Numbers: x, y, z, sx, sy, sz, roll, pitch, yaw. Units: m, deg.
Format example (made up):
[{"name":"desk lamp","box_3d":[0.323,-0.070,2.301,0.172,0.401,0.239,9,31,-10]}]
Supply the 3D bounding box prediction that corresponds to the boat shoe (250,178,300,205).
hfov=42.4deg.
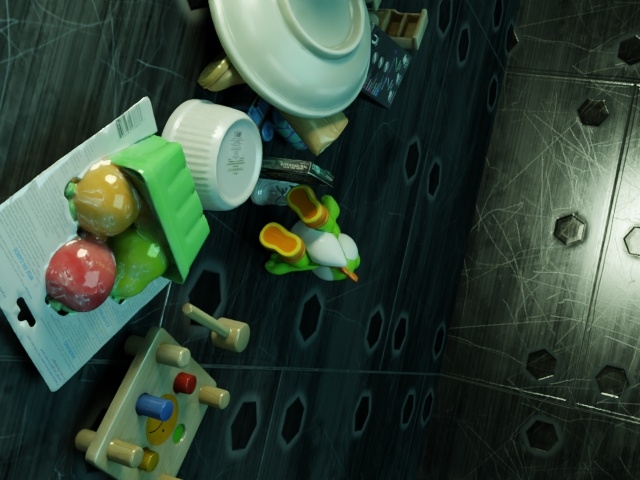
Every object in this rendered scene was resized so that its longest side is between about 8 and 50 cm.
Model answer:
[{"name":"boat shoe","box_3d":[-0.089,-0.104,1.815,0.184,0.063,0.066,6,95,-66]}]

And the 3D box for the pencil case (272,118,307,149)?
[{"name":"pencil case","box_3d":[-0.067,-0.255,1.798,0.070,0.064,0.151,-59,154,-5]}]

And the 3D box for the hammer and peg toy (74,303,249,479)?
[{"name":"hammer and peg toy","box_3d":[-0.276,0.268,1.490,0.361,0.127,0.266,-67,151,-25]}]

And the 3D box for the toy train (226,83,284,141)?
[{"name":"toy train","box_3d":[-0.119,-0.279,1.661,0.184,0.080,0.105,-64,146,-30]}]

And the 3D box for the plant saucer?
[{"name":"plant saucer","box_3d":[-0.022,-0.432,1.542,0.400,0.100,0.400,12,72,-42]}]

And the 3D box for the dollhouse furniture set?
[{"name":"dollhouse furniture set","box_3d":[0.161,-0.596,2.013,0.242,0.161,0.212,70,34,-53]}]

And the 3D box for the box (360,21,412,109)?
[{"name":"box","box_3d":[0.076,-0.419,1.890,0.143,0.165,0.270,-66,157,6]}]

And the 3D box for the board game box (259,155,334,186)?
[{"name":"board game box","box_3d":[-0.079,-0.143,1.669,0.126,0.186,0.026,24,76,-66]}]

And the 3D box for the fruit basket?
[{"name":"fruit basket","box_3d":[-0.343,0.003,1.250,0.353,0.165,0.327,-43,140,-29]}]

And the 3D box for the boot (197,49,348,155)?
[{"name":"boot","box_3d":[-0.079,-0.270,1.569,0.269,0.089,0.236,49,48,-17]}]

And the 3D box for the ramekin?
[{"name":"ramekin","box_3d":[-0.193,-0.151,1.512,0.207,0.109,0.207,-37,133,-55]}]

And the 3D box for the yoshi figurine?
[{"name":"yoshi figurine","box_3d":[-0.024,-0.009,1.889,0.362,0.203,0.203,40,44,-64]}]
